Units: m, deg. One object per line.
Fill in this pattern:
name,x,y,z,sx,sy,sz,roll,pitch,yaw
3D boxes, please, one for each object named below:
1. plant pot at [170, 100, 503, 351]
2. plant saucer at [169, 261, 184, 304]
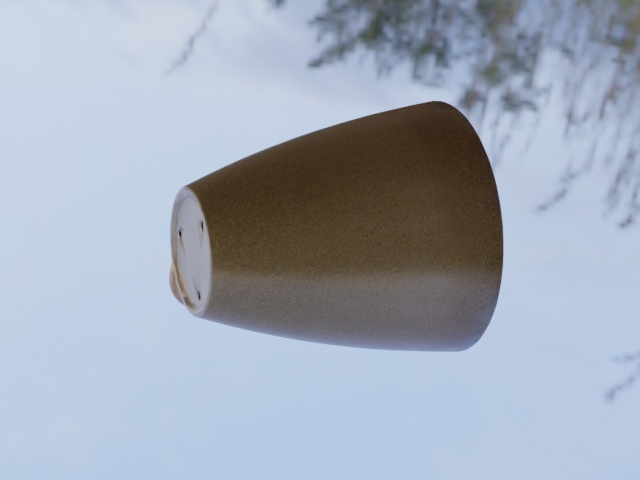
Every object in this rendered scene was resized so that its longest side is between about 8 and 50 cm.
plant pot,0.000,0.000,1.548,0.254,0.237,0.237,-6,-153,-21
plant saucer,-0.114,0.030,1.699,0.083,0.084,0.013,-10,-155,-37
